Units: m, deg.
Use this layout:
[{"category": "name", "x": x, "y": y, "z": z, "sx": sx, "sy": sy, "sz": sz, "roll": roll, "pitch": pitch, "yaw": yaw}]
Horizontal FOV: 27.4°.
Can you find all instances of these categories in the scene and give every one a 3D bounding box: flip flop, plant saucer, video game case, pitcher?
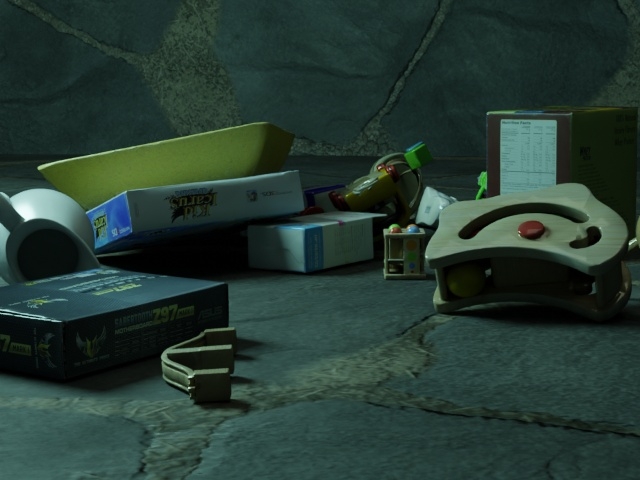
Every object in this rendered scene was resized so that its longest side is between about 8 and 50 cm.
[{"category": "flip flop", "x": 0.125, "y": -0.090, "z": 2.185, "sx": 0.080, "sy": 0.112, "sz": 0.277, "roll": -31, "pitch": -1, "yaw": 25}, {"category": "plant saucer", "x": -0.212, "y": -0.099, "z": 1.960, "sx": 0.333, "sy": 0.081, "sz": 0.333, "roll": -10, "pitch": 0, "yaw": 6}, {"category": "video game case", "x": -0.187, "y": -0.034, "z": 1.802, "sx": 0.244, "sy": 0.061, "sz": 0.269, "roll": -10, "pitch": -3, "yaw": -26}, {"category": "pitcher", "x": -0.339, "y": -0.011, "z": 1.528, "sx": 0.125, "sy": 0.177, "sz": 0.207, "roll": -40, "pitch": 17, "yaw": -6}]

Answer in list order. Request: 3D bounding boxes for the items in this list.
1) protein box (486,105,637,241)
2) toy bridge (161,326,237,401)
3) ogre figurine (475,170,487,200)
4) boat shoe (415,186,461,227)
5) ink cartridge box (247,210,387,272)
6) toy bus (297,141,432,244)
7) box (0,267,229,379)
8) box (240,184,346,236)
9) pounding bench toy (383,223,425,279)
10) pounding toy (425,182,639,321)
[{"category": "protein box", "x": 0.342, "y": -0.086, "z": 1.853, "sx": 0.136, "sy": 0.201, "sz": 0.200, "roll": 6, "pitch": 10, "yaw": 39}, {"category": "toy bridge", "x": -0.107, "y": 0.107, "z": 1.147, "sx": 0.063, "sy": 0.026, "sz": 0.188, "roll": -4, "pitch": 8, "yaw": -1}, {"category": "ogre figurine", "x": 0.344, "y": -0.092, "z": 2.331, "sx": 0.118, "sy": 0.096, "sz": 0.197, "roll": 17, "pitch": 23, "yaw": -2}, {"category": "boat shoe", "x": 0.199, "y": -0.048, "z": 2.129, "sx": 0.063, "sy": 0.066, "sz": 0.184, "roll": 19, "pitch": -1, "yaw": -9}, {"category": "ink cartridge box", "x": 0.000, "y": 0.000, "z": 1.779, "sx": 0.104, "sy": 0.061, "sz": 0.181, "roll": 5, "pitch": 10, "yaw": 41}, {"category": "toy bus", "x": 0.083, "y": -0.047, "z": 1.944, "sx": 0.191, "sy": 0.104, "sz": 0.202, "roll": -24, "pitch": 9, "yaw": 44}, {"category": "box", "x": -0.229, "y": 0.075, "z": 1.274, "sx": 0.183, "sy": 0.059, "sz": 0.233, "roll": 6, "pitch": 11, "yaw": 35}, {"category": "box", "x": -0.042, "y": -0.048, "z": 2.084, "sx": 0.137, "sy": 0.072, "sz": 0.126, "roll": 0, "pitch": 8, "yaw": 26}, {"category": "pounding bench toy", "x": 0.106, "y": 0.011, "z": 1.676, "sx": 0.052, "sy": 0.065, "sz": 0.083, "roll": -1, "pitch": 7, "yaw": 2}, {"category": "pounding toy", "x": 0.255, "y": 0.043, "z": 1.421, "sx": 0.270, "sy": 0.155, "sz": 0.154, "roll": -10, "pitch": 36, "yaw": 5}]
